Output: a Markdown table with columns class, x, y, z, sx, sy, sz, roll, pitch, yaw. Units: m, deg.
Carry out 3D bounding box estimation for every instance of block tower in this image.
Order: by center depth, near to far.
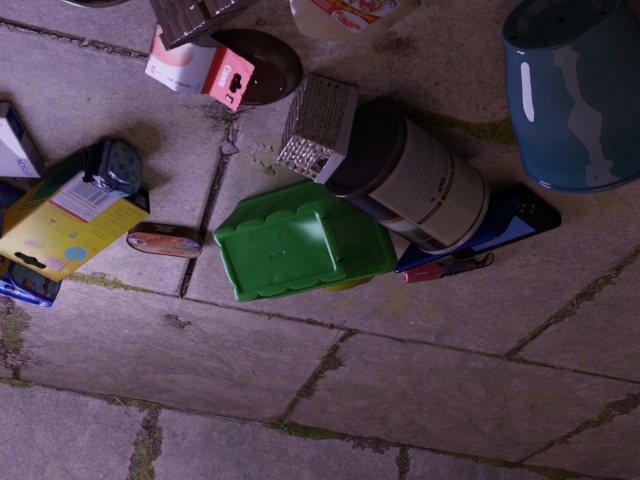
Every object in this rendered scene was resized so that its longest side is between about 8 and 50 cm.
| class | x | y | z | sx | sy | sz | roll | pitch | yaw |
| --- | --- | --- | --- | --- | --- | --- | --- | --- | --- |
| block tower | -0.151 | -0.377 | 1.289 | 0.091 | 0.097 | 0.335 | -28 | -171 | -30 |

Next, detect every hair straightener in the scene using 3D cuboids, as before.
| class | x | y | z | sx | sy | sz | roll | pitch | yaw |
| --- | --- | --- | --- | --- | --- | --- | --- | --- | --- |
| hair straightener | 0.323 | 0.063 | 2.152 | 0.231 | 0.047 | 0.089 | -17 | 173 | 29 |

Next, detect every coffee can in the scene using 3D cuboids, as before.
| class | x | y | z | sx | sy | sz | roll | pitch | yaw |
| --- | --- | --- | --- | --- | --- | --- | --- | --- | --- |
| coffee can | 0.167 | -0.117 | 1.694 | 0.202 | 0.201 | 0.275 | -23 | 140 | 40 |

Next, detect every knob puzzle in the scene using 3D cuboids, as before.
| class | x | y | z | sx | sy | sz | roll | pitch | yaw |
| --- | --- | --- | --- | --- | --- | --- | --- | --- | --- |
| knob puzzle | 0.036 | -0.390 | 1.414 | 0.213 | 0.029 | 0.213 | 4 | 150 | 2 |

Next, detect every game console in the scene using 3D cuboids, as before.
| class | x | y | z | sx | sy | sz | roll | pitch | yaw |
| --- | --- | --- | --- | --- | --- | --- | --- | --- | --- |
| game console | 0.347 | 0.010 | 1.914 | 0.293 | 0.173 | 0.250 | -22 | 140 | 40 |

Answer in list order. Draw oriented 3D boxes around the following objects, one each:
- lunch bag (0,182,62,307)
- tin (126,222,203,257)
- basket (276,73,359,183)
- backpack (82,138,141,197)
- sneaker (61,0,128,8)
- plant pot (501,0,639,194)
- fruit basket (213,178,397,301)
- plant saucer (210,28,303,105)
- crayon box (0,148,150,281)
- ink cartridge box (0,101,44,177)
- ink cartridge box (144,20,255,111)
| class | x | y | z | sx | sy | sz | roll | pitch | yaw |
| --- | --- | --- | --- | --- | --- | --- | --- | --- | --- |
| lunch bag | -0.718 | 0.017 | 2.065 | 0.293 | 0.220 | 0.138 | 28 | 147 | -36 |
| tin | -0.385 | 0.000 | 2.165 | 0.190 | 0.040 | 0.106 | 7 | 146 | -2 |
| basket | -0.006 | -0.209 | 1.606 | 0.103 | 0.167 | 0.113 | 20 | 148 | -14 |
| backpack | -0.428 | -0.148 | 1.844 | 0.084 | 0.104 | 0.114 | -13 | 148 | 30 |
| sneaker | -0.393 | -0.436 | 1.356 | 0.222 | 0.083 | 0.118 | 7 | 150 | 0 |
| plant pot | 0.409 | -0.256 | 1.372 | 0.272 | 0.271 | 0.255 | -12 | 132 | 28 |
| fruit basket | 0.000 | 0.000 | 1.951 | 0.392 | 0.282 | 0.392 | -18 | -174 | 2 |
| plant saucer | -0.132 | -0.303 | 1.590 | 0.199 | 0.036 | 0.198 | 4 | 150 | 2 |
| crayon box | -0.569 | -0.048 | 1.972 | 0.319 | 0.081 | 0.202 | -33 | 136 | 20 |
| ink cartridge box | -0.729 | -0.212 | 1.845 | 0.224 | 0.045 | 0.223 | 3 | 150 | 6 |
| ink cartridge box | -0.218 | -0.303 | 1.542 | 0.179 | 0.045 | 0.145 | 34 | 147 | -2 |
